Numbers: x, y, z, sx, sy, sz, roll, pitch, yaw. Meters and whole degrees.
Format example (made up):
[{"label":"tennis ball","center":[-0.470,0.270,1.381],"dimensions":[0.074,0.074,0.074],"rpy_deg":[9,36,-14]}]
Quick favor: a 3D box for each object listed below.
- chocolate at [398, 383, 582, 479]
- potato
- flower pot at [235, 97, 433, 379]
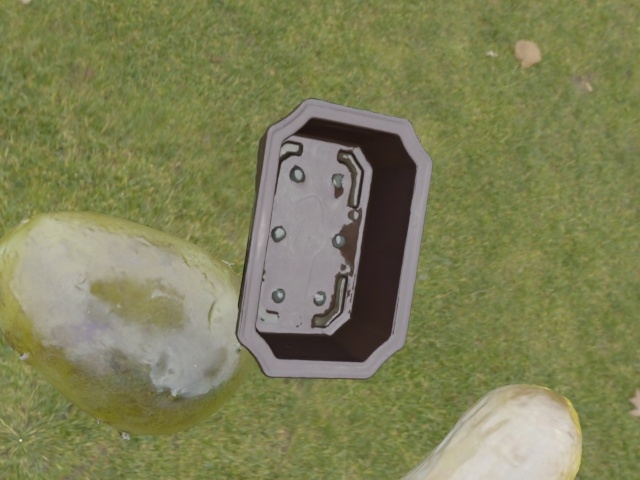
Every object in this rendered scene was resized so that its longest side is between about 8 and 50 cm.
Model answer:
[{"label":"chocolate","center":[0.145,0.272,0.823],"dimensions":[0.134,0.134,0.309],"rpy_deg":[44,87,-6]},{"label":"potato","center":[-0.262,0.108,1.035],"dimensions":[0.359,0.219,0.269],"rpy_deg":[26,87,-25]},{"label":"flower pot","center":[0.000,0.000,0.752],"dimensions":[0.179,0.084,0.250],"rpy_deg":[7,93,-28]}]
